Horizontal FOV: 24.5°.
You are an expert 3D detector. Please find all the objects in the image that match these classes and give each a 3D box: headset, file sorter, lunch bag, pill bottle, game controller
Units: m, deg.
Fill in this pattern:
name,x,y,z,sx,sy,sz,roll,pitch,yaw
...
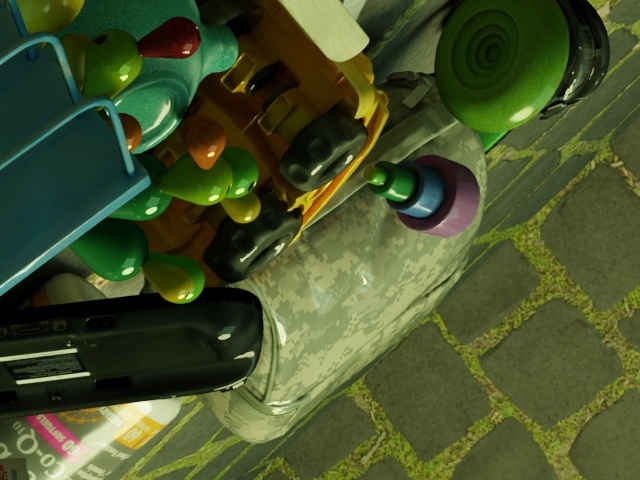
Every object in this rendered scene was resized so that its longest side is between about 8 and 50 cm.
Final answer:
name,x,y,z,sx,sy,sz,roll,pitch,yaw
headset,0.228,-0.177,1.476,0.394,0.185,0.243,-49,166,19
file sorter,-0.179,-0.070,0.659,0.118,0.170,0.104,-38,165,-12
lunch bag,0.000,0.000,1.341,0.305,0.212,0.256,-35,167,-27
pill bottle,-0.268,0.170,1.250,0.278,0.162,0.162,-41,168,2
game controller,-0.200,0.082,1.082,0.319,0.067,0.166,-7,153,-4

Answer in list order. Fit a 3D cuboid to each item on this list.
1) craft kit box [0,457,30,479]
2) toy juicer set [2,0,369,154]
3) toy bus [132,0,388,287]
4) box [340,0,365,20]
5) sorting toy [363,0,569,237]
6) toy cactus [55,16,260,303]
name,x,y,z,sx,sy,sz,roll,pitch,yaw
craft kit box,-0.364,0.272,1.143,0.246,0.061,0.250,0,130,-25
toy juicer set,-0.128,-0.121,0.854,0.329,0.089,0.209,-29,153,-13
toy bus,-0.023,-0.086,1.102,0.211,0.149,0.220,-20,156,-54
box,0.007,-0.191,1.131,0.081,0.028,0.136,-32,163,-32
sorting toy,0.122,-0.183,1.170,0.126,0.127,0.365,15,100,-47
toy cactus,-0.126,-0.035,0.814,0.180,0.112,0.219,-13,153,-4
